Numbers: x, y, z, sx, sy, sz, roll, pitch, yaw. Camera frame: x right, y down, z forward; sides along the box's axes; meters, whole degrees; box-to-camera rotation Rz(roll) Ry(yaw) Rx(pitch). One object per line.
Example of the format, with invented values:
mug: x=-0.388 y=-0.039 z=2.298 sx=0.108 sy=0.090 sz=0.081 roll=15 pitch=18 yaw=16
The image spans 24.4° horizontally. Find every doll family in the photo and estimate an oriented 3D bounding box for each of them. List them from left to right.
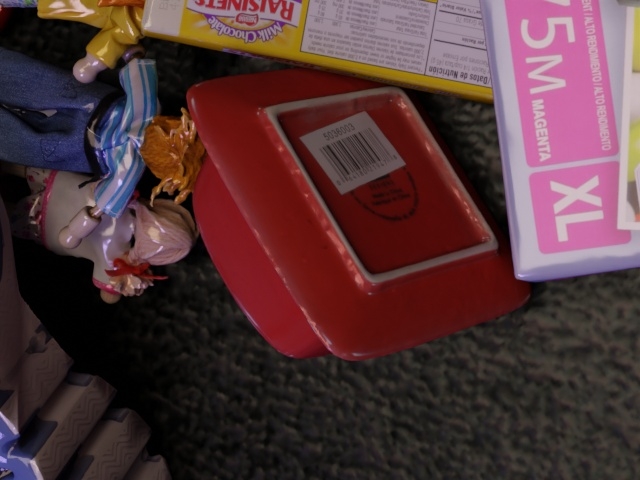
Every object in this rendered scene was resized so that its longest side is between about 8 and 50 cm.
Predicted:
doll family: x=-0.119 y=-0.091 z=0.801 sx=0.163 sy=0.118 sz=0.263 roll=15 pitch=97 yaw=24

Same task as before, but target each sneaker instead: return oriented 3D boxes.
sneaker: x=-0.235 y=0.080 z=0.816 sx=0.182 sy=0.127 sz=0.315 roll=-23 pitch=105 yaw=26

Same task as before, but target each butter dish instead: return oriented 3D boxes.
butter dish: x=0.000 y=0.000 z=0.756 sx=0.118 sy=0.160 sz=0.160 roll=-43 pitch=71 yaw=42

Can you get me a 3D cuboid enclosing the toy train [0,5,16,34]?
toy train: x=-0.200 y=-0.141 z=0.886 sx=0.036 sy=0.027 sz=0.158 roll=31 pitch=101 yaw=8

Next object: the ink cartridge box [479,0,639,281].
ink cartridge box: x=0.232 y=-0.091 z=0.673 sx=0.311 sy=0.065 sz=0.185 roll=-8 pitch=88 yaw=12

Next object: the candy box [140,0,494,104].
candy box: x=0.020 y=-0.135 z=0.741 sx=0.206 sy=0.027 sz=0.105 roll=11 pitch=89 yaw=-8
